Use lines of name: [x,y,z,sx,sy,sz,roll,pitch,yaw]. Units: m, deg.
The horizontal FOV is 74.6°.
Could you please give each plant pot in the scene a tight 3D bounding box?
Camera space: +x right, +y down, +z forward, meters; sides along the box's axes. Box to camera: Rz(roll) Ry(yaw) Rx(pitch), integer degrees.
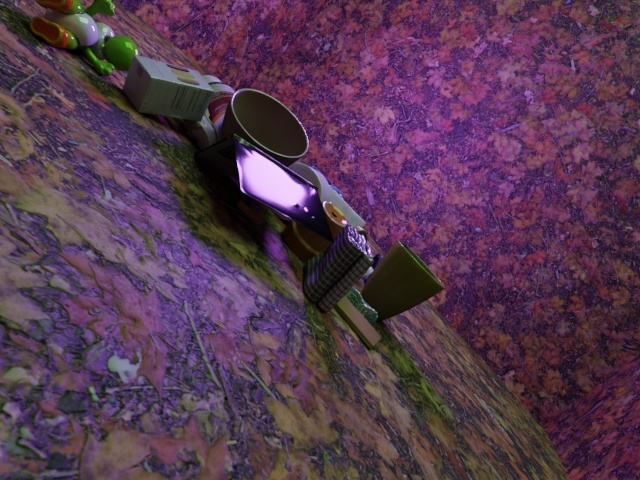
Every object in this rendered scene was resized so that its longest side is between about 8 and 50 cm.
plant pot: [0.310,0.192,1.742,0.275,0.293,0.275,43,11,-11]
plant pot: [-0.001,-0.040,1.583,0.205,0.188,0.205,34,28,-22]

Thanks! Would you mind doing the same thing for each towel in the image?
towel: [0.052,0.076,1.383,0.121,0.235,0.284,38,12,-11]

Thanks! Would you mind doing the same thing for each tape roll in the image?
tape roll: [-0.092,-0.202,1.799,0.246,0.246,0.169,47,11,8]

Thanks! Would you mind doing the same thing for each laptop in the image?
laptop: [-0.200,-0.152,1.418,0.408,0.236,0.382,-7,-27,46]

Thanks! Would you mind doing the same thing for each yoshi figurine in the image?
yoshi figurine: [-0.698,-0.636,1.320,0.203,0.203,0.362,61,8,-4]

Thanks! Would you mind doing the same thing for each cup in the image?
cup: [-0.246,-0.368,1.601,0.331,0.237,0.331,26,41,-26]

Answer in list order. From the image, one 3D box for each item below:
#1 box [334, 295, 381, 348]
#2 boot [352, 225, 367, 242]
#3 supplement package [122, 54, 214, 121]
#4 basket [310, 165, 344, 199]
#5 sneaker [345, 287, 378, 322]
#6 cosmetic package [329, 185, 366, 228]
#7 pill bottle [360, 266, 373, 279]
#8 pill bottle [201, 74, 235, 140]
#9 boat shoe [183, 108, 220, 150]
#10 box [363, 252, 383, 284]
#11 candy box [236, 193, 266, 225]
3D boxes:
box: [0.127,0.280,1.467,0.201,0.021,0.164,49,12,13]
boot: [0.093,-0.011,1.683,0.262,0.095,0.203,103,-29,-48]
supplement package: [-0.520,-0.518,1.449,0.244,0.134,0.139,-9,53,-51]
basket: [0.018,-0.265,2.442,0.255,0.201,0.289,31,50,-55]
sneaker: [0.146,0.246,1.601,0.166,0.065,0.076,50,-5,5]
cosmetic package: [0.033,-0.153,2.156,0.365,0.155,0.197,43,-14,-5]
pill bottle: [0.158,0.077,1.998,0.216,0.121,0.121,58,12,4]
pill bottle: [-0.431,-0.545,1.820,0.224,0.224,0.392,31,17,-53]
boat shoe: [-0.470,-0.426,1.611,0.103,0.113,0.302,-1,48,-38]
box: [0.290,0.174,2.109,0.077,0.147,0.180,39,14,-31]
candy box: [-0.246,-0.125,1.525,0.105,0.027,0.206,46,11,-17]
